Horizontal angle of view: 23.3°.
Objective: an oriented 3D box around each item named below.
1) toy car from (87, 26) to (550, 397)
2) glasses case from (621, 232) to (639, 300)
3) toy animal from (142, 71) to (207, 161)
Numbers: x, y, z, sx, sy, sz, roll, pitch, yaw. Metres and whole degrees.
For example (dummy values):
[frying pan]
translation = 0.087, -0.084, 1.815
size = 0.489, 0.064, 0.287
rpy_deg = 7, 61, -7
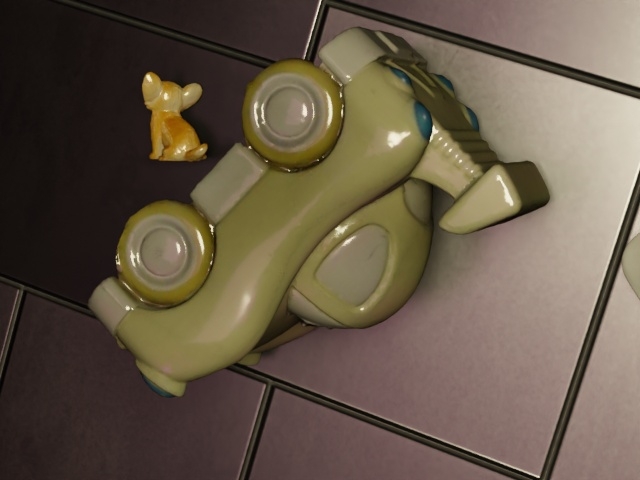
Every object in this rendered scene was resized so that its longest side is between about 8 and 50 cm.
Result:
[toy car]
translation = 0.000, 0.000, 1.322
size = 0.226, 0.242, 0.336
rpy_deg = 45, 105, 9
[glasses case]
translation = 0.327, 0.070, 1.305
size = 0.074, 0.049, 0.193
rpy_deg = -35, 83, 17
[toy animal]
translation = -0.135, -0.116, 1.455
size = 0.081, 0.060, 0.083
rpy_deg = 7, 99, 59
